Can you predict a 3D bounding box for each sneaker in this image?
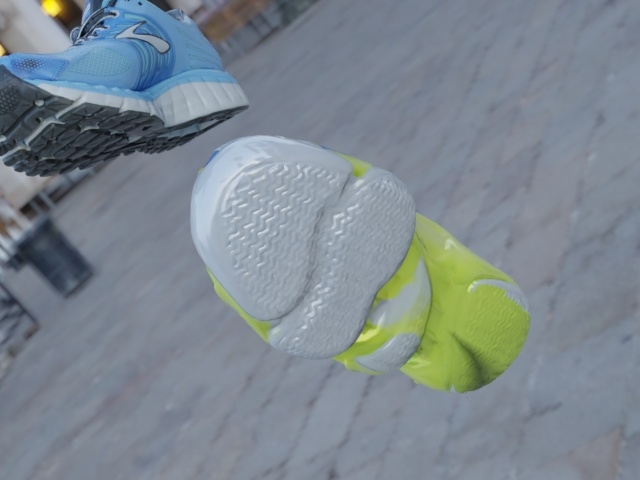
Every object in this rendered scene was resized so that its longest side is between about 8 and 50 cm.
[{"bbox_3d":[-0.098,-0.074,0.606,0.063,0.073,0.162,-26,-4,26],"label":"sneaker"},{"bbox_3d":[0.000,0.000,0.656,0.091,0.240,0.126,-51,49,3],"label":"sneaker"}]
